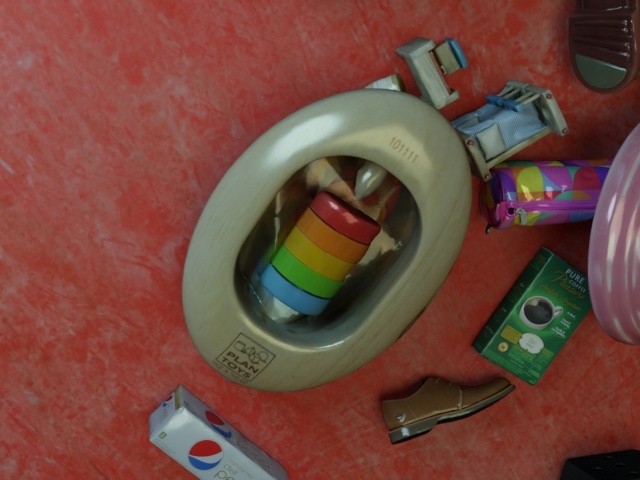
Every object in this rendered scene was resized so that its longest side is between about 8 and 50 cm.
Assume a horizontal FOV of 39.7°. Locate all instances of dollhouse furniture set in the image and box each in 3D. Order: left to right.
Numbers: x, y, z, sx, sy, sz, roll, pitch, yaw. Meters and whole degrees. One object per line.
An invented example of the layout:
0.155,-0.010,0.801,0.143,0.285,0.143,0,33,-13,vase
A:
0.209,-0.195,1.155,0.129,0.129,0.183,-31,109,-2,dollhouse furniture set

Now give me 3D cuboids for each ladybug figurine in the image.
0.000,0.000,1.129,0.305,0.162,0.449,36,107,-13,ladybug figurine

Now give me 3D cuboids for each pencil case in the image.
0.337,-0.065,1.236,0.236,0.104,0.104,-5,107,-11,pencil case

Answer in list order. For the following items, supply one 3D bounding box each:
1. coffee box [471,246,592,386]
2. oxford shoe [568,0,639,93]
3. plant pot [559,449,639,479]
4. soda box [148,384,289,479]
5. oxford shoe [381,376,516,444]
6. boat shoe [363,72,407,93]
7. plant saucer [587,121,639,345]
0.323,0.114,1.314,0.113,0.040,0.184,30,98,-18,coffee box
0.394,-0.376,1.155,0.130,0.123,0.348,-27,125,-40,oxford shoe
0.469,0.426,1.368,0.188,0.187,0.167,-4,95,-10,plant pot
-0.141,0.304,1.256,0.216,0.074,0.069,42,94,-19,soda box
0.191,0.232,1.311,0.212,0.076,0.076,-14,68,-18,oxford shoe
0.100,-0.138,1.192,0.059,0.063,0.170,-12,110,16,boat shoe
0.482,-0.012,1.203,0.332,0.084,0.332,-15,112,-42,plant saucer
